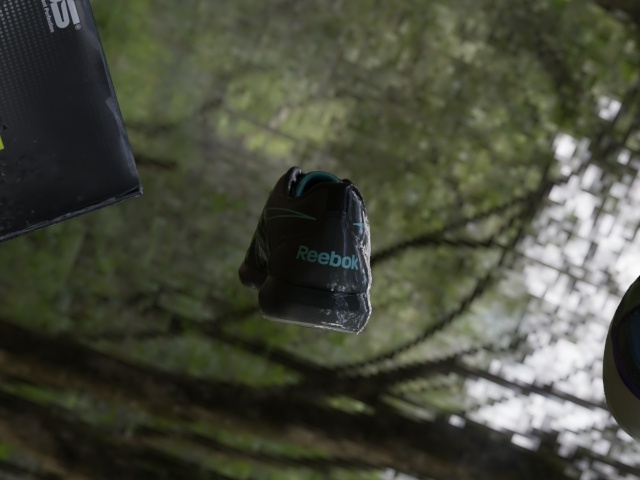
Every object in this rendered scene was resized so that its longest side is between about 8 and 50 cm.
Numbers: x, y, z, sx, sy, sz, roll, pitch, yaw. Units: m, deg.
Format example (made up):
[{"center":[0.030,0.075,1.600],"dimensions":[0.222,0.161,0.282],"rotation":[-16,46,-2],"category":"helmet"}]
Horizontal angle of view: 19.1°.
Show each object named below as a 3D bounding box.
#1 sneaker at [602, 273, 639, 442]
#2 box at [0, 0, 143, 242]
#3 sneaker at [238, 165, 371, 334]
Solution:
[{"center":[0.294,-0.029,1.253],"dimensions":[0.323,0.130,0.236],"rotation":[-45,153,-48],"category":"sneaker"},{"center":[-0.210,-0.083,1.058],"dimensions":[0.045,0.184,0.191],"rotation":[-122,-163,-58],"category":"box"},{"center":[0.000,0.000,1.401],"dimensions":[0.267,0.101,0.106],"rotation":[-141,-121,-80],"category":"sneaker"}]
